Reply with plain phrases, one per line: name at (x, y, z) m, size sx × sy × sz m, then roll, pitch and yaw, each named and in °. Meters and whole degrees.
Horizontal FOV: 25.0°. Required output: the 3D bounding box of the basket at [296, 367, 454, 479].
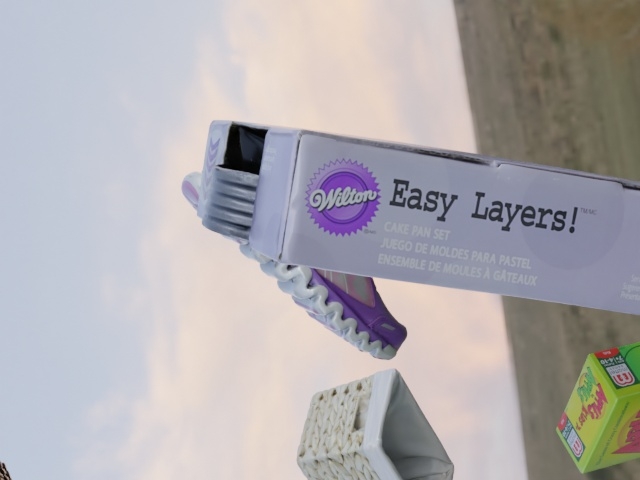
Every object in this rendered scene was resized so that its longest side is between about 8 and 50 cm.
basket at (0.058, 0.233, 1.503) m, size 0.167 × 0.103 × 0.113 m, roll 60°, pitch -150°, yaw -32°

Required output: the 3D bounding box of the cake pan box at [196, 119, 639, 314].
cake pan box at (0.073, -0.016, 0.770) m, size 0.246 × 0.266 × 0.070 m, roll -163°, pitch 82°, yaw -74°

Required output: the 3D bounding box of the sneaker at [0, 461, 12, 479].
sneaker at (-0.352, 0.229, 1.331) m, size 0.107 × 0.118 × 0.279 m, roll 78°, pitch 169°, yaw -77°

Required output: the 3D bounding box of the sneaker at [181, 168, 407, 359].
sneaker at (0.000, 0.000, 1.189) m, size 0.236 × 0.104 × 0.095 m, roll 45°, pitch 170°, yaw -19°

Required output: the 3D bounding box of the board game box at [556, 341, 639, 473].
board game box at (0.271, 0.108, 1.057) m, size 0.092 × 0.181 × 0.043 m, roll 102°, pitch 149°, yaw -46°
